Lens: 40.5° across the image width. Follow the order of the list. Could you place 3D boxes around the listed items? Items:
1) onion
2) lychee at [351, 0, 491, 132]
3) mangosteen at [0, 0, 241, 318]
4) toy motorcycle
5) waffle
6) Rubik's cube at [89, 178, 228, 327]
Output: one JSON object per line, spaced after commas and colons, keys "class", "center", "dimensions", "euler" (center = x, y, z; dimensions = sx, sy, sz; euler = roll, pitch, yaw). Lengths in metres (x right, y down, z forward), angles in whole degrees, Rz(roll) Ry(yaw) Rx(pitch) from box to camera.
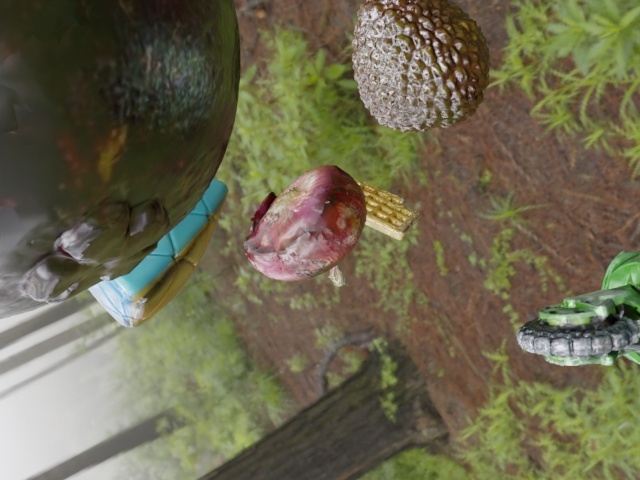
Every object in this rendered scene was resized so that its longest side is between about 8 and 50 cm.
{"class": "onion", "center": [0.000, 0.000, 0.974], "dimensions": [0.140, 0.150, 0.150], "euler": [49, 161, -29]}
{"class": "lychee", "center": [0.161, -0.296, 1.430], "dimensions": [0.236, 0.236, 0.271], "euler": [21, 159, 52]}
{"class": "mangosteen", "center": [-0.179, -0.099, 0.427], "dimensions": [0.288, 0.288, 0.288], "euler": [39, 143, 38]}
{"class": "toy motorcycle", "center": [0.185, 0.033, 0.370], "dimensions": [0.190, 0.106, 0.074], "euler": [-5, 96, 32]}
{"class": "waffle", "center": [0.081, -0.051, 1.296], "dimensions": [0.135, 0.092, 0.021], "euler": [26, 125, 16]}
{"class": "Rubik's cube", "center": [-0.244, -0.035, 1.156], "dimensions": [0.254, 0.254, 0.254], "euler": [39, 143, 38]}
